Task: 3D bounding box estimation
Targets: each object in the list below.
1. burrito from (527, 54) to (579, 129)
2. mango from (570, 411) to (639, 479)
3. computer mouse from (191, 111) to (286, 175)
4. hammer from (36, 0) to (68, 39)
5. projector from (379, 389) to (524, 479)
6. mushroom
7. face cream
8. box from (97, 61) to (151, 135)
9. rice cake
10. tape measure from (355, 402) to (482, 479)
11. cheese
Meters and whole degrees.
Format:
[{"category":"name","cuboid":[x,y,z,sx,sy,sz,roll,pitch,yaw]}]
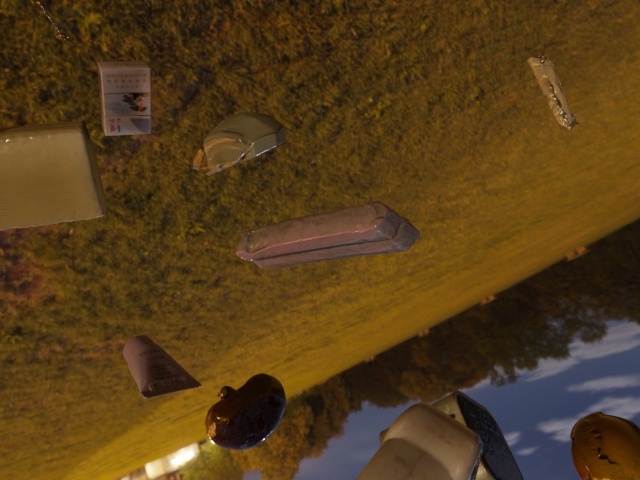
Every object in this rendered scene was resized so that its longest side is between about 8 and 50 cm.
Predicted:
[{"category":"burrito","cuboid":[0.514,-0.329,1.134,0.045,0.185,0.041,-14,170,-36]},{"category":"mango","cuboid":[0.459,0.345,0.780,0.136,0.166,0.236,-47,147,6]},{"category":"computer mouse","cuboid":[-0.280,-0.325,1.661,0.429,0.145,0.228,-8,-154,50]},{"category":"hammer","cuboid":[-0.591,-0.483,1.125,0.029,0.014,0.123,3,166,-3]},{"category":"projector","cuboid":[0.332,0.565,1.300,0.249,0.248,0.248,-37,128,20]},{"category":"mushroom","cuboid":[-0.186,0.470,1.371,0.231,0.194,0.138,-40,-159,-15]},{"category":"face cream","cuboid":[-0.453,0.352,1.397,0.154,0.096,0.274,2,-167,-40]},{"category":"box","cuboid":[-0.632,-0.456,1.659,0.150,0.067,0.233,-9,134,-27]},{"category":"rice cake","cuboid":[-0.002,0.000,0.800,0.298,0.050,0.106,-10,155,36]},{"category":"tape measure","cuboid":[0.130,0.377,0.718,0.265,0.130,0.258,-41,143,-35]},{"category":"cheese","cuboid":[-0.698,-0.162,1.281,0.266,0.123,0.242,-9,119,-11]}]
